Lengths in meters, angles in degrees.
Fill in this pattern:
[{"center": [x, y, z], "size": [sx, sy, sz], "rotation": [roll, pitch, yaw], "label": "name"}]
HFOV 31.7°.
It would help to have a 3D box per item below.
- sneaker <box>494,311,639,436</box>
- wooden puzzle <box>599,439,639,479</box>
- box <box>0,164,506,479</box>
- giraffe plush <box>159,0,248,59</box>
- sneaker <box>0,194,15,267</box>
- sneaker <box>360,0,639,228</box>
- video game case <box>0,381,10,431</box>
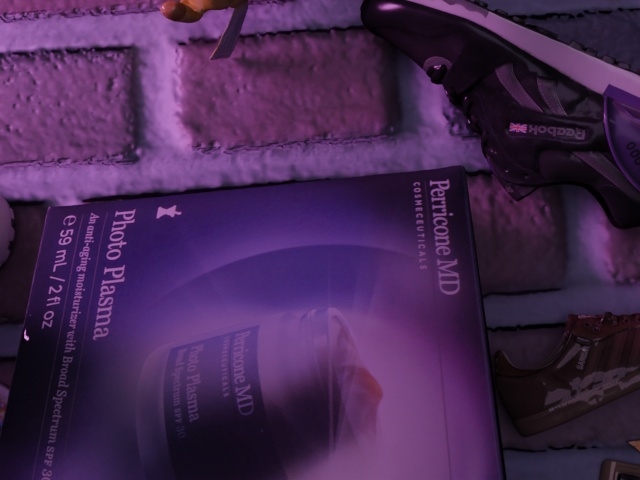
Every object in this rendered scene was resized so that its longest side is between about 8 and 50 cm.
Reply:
[{"center": [0.221, 0.079, 0.845], "size": [0.188, 0.066, 0.071], "rotation": [-26, 81, -2], "label": "sneaker"}, {"center": [0.245, 0.204, 0.852], "size": [0.078, 0.014, 0.116], "rotation": [4, 83, 3], "label": "wooden puzzle"}, {"center": [-0.033, 0.122, 0.725], "size": [0.294, 0.182, 0.296], "rotation": [-5, 49, 5], "label": "box"}, {"center": [-0.079, -0.276, 0.880], "size": [0.210, 0.181, 0.170], "rotation": [-47, 69, 30], "label": "giraffe plush"}, {"center": [-0.386, -0.025, 0.840], "size": [0.281, 0.162, 0.106], "rotation": [-1, 82, 2], "label": "sneaker"}, {"center": [0.145, -0.100, 0.858], "size": [0.283, 0.107, 0.124], "rotation": [26, 97, 12], "label": "sneaker"}, {"center": [-0.307, 0.162, 0.883], "size": [0.157, 0.019, 0.143], "rotation": [30, 84, 7], "label": "video game case"}]
